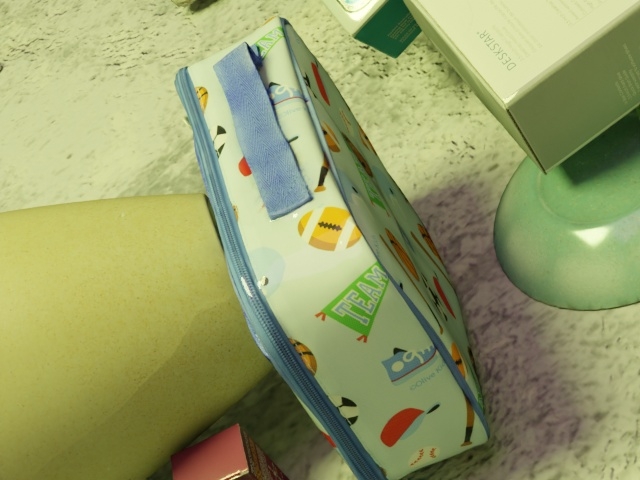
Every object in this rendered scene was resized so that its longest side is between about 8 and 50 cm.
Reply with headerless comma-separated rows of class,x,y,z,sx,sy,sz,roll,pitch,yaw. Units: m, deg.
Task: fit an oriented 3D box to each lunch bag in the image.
lunch bag,0.000,0.000,1.193,0.115,0.243,0.303,-30,41,7

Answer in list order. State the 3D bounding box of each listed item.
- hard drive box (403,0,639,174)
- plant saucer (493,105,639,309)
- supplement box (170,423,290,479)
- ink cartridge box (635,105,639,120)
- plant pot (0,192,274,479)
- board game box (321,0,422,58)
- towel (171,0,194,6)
hard drive box,0.188,-0.189,1.248,0.232,0.089,0.181,-36,50,3
plant saucer,0.202,-0.040,1.249,0.195,0.037,0.195,-20,42,19
supplement box,-0.055,0.168,1.192,0.055,0.083,0.043,-25,44,11
ink cartridge box,0.280,-0.179,1.284,0.171,0.056,0.235,-23,28,14
plant pot,-0.178,0.078,1.217,0.274,0.256,0.256,-23,41,0
board game box,0.033,-0.349,1.395,0.254,0.079,0.336,-45,64,16
towel,-0.091,-0.339,1.737,0.187,0.049,0.282,-32,39,8
